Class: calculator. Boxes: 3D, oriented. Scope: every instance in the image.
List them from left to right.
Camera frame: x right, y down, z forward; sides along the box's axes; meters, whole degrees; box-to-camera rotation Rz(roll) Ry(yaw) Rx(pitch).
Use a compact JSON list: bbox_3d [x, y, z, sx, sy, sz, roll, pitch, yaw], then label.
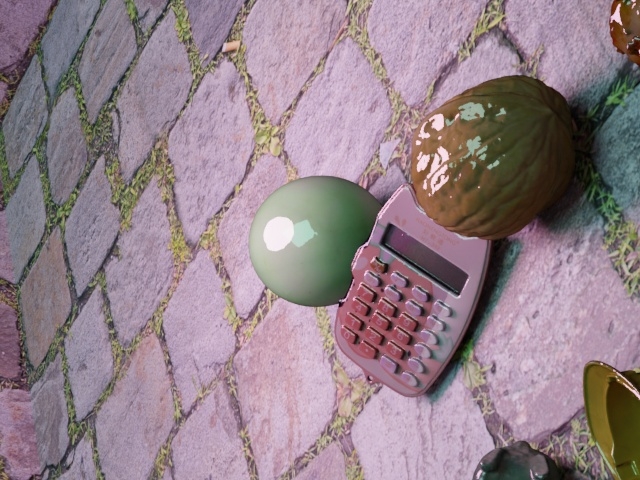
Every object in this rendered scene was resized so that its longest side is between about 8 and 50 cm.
[{"bbox_3d":[0.138,0.087,2.012,0.220,0.048,0.329,34,115,22],"label":"calculator"}]

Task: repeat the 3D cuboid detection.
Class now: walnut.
[{"bbox_3d":[0.244,-0.117,1.827,0.261,0.225,0.225,-36,52,51],"label":"walnut"}]

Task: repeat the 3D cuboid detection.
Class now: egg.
[{"bbox_3d":[0.000,0.000,2.172,0.270,0.220,0.220,-19,66,49],"label":"egg"}]

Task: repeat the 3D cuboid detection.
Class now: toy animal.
[{"bbox_3d":[0.266,0.406,1.756,0.125,0.127,0.251,16,110,47],"label":"toy animal"}]

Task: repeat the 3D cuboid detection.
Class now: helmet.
[{"bbox_3d":[0.421,0.230,1.504,0.257,0.140,0.205,-118,15,-58],"label":"helmet"}]

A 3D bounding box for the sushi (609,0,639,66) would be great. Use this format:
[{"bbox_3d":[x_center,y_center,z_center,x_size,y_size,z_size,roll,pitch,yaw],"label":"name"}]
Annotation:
[{"bbox_3d":[0.468,-0.252,1.521,0.196,0.182,0.343,-57,40,22],"label":"sushi"}]
